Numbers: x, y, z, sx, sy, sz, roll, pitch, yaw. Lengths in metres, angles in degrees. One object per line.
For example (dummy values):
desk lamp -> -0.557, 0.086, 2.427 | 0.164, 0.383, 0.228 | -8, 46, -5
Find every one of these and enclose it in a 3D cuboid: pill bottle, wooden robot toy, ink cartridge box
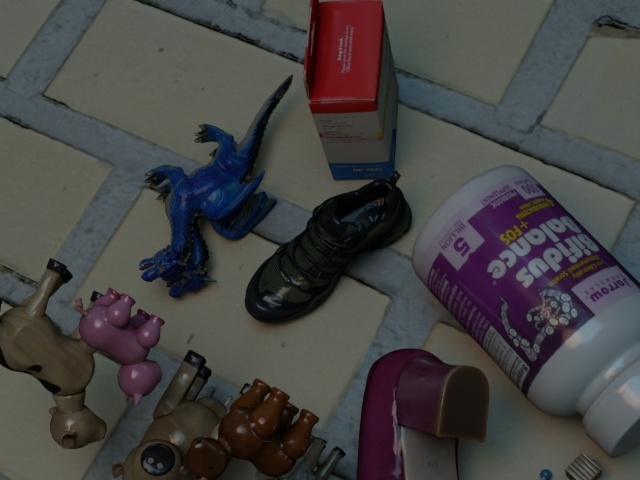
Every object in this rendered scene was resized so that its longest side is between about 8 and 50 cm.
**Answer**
pill bottle -> 0.248, 0.075, 1.382 | 0.169, 0.169, 0.301 | -38, 65, -9
wooden robot toy -> 0.214, 0.274, 1.343 | 0.173, 0.079, 0.076 | -27, 63, -3
ink cartridge box -> 0.038, -0.180, 1.503 | 0.078, 0.231, 0.134 | 0, 65, 10

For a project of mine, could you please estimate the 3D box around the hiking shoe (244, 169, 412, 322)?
hiking shoe -> 0.000, 0.000, 1.490 | 0.227, 0.114, 0.086 | -39, 64, -9

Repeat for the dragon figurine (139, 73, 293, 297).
dragon figurine -> -0.108, -0.058, 1.552 | 0.289, 0.085, 0.144 | -39, 65, -9

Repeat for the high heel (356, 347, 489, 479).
high heel -> 0.079, 0.302, 1.372 | 0.127, 0.181, 0.377 | 20, 80, -24

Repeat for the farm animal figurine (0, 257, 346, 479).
farm animal figurine -> -0.163, 0.189, 1.319 | 0.330, 0.327, 0.172 | 27, 77, 23
